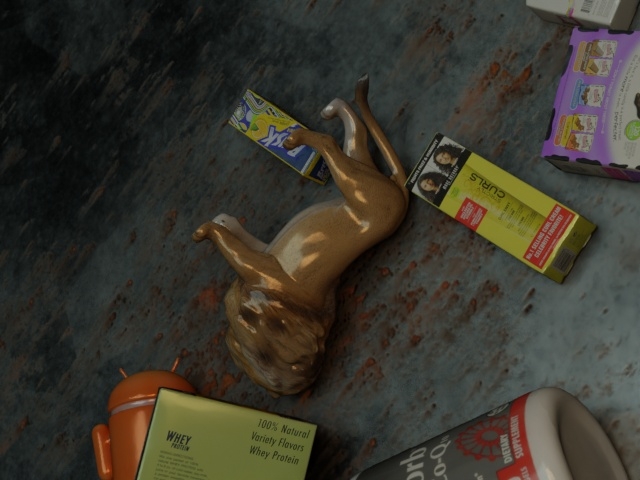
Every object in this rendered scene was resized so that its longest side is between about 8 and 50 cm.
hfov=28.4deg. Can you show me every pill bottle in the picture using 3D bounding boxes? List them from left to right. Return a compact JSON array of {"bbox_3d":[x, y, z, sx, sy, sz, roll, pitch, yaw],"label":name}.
[{"bbox_3d":[0.145,0.322,1.383,0.363,0.210,0.210,-30,61,24],"label":"pill bottle"}]

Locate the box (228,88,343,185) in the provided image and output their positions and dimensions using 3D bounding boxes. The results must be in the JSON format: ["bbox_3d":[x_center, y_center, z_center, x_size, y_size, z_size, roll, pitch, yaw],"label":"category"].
[{"bbox_3d":[-0.048,-0.143,1.749,0.169,0.054,0.059,36,98,35],"label":"box"}]

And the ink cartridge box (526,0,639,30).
[{"bbox_3d":[0.324,-0.306,1.539,0.122,0.052,0.088,23,90,36],"label":"ink cartridge box"}]

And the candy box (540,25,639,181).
[{"bbox_3d":[0.371,-0.152,1.450,0.196,0.070,0.165,12,83,37],"label":"candy box"}]

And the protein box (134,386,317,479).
[{"bbox_3d":[-0.129,0.300,1.568,0.200,0.136,0.201,14,83,-6],"label":"protein box"}]

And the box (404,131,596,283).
[{"bbox_3d":[0.214,-0.042,1.534,0.232,0.058,0.087,36,98,36],"label":"box"}]

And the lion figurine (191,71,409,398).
[{"bbox_3d":[0.000,0.000,1.618,0.240,0.142,0.392,44,97,1],"label":"lion figurine"}]

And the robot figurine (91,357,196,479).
[{"bbox_3d":[-0.219,0.270,1.704,0.158,0.128,0.219,-32,59,48],"label":"robot figurine"}]
